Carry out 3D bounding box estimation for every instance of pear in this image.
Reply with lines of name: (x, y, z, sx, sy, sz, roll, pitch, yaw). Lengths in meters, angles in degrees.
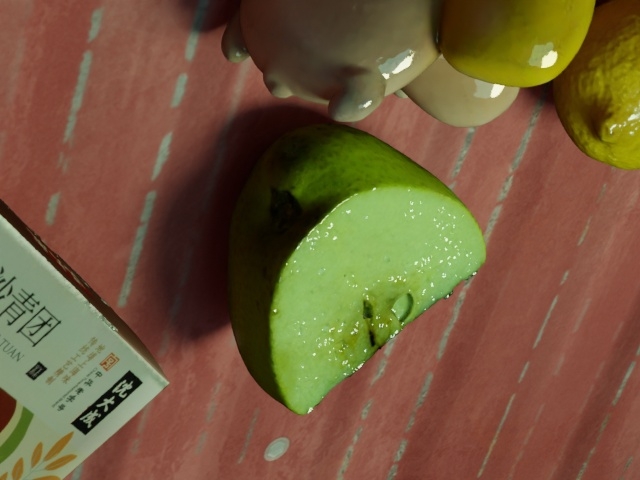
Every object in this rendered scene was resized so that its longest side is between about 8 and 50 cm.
pear: (0.000, 0.000, 1.660, 0.292, 0.159, 0.292, -25, 136, -27)

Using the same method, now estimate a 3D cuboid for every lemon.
lemon: (0.344, -0.172, 1.788, 0.244, 0.187, 0.187, -48, 157, -52)

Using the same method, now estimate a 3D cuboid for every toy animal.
toy animal: (0.116, -0.197, 1.511, 0.345, 0.277, 0.247, -42, 156, -7)

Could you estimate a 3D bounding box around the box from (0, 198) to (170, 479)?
box: (-0.379, 0.146, 1.481, 0.385, 0.122, 0.344, -41, 142, -3)
